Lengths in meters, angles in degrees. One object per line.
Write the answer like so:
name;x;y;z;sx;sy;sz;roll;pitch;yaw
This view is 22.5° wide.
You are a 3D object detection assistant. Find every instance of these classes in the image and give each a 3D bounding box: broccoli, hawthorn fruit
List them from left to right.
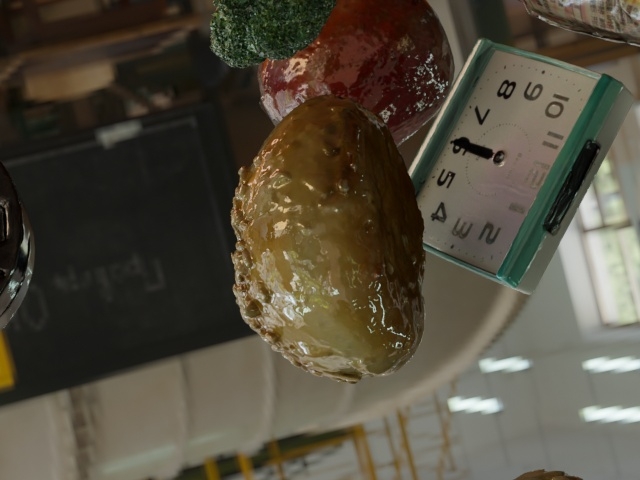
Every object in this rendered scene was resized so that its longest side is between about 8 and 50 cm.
broccoli;-0.064;-0.287;1.879;0.195;0.156;0.195;-51;179;-1
hawthorn fruit;0.029;-0.240;2.413;0.369;0.285;0.285;-52;-173;-7

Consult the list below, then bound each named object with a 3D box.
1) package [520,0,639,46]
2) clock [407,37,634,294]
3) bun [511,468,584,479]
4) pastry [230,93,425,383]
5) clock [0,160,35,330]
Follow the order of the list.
package;0.280;-0.226;1.433;0.288;0.108;0.223;27;-160;29
clock;0.226;-0.083;1.871;0.116;0.262;0.231;28;178;-42
bun;0.225;0.320;1.681;0.239;0.141;0.239;-12;-162;4
pastry;0.000;0.000;1.706;0.184;0.316;0.284;-13;136;16
clock;-0.340;-0.087;1.143;0.276;0.379;0.120;-7;163;-5
